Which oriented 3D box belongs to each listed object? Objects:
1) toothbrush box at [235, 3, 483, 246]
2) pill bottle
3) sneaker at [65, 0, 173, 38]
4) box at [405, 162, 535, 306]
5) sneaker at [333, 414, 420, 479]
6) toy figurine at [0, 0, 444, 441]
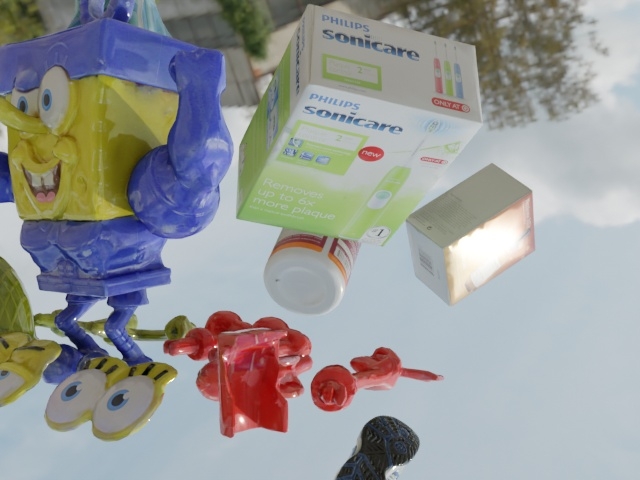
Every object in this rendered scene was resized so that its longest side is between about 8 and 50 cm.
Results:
[{"bbox_3d":[0.035,-0.124,1.176,0.206,0.283,0.122,11,-124,-18],"label":"toothbrush box"},{"bbox_3d":[0.000,0.000,1.478,0.121,0.121,0.221,-10,-147,24],"label":"pill bottle"},{"bbox_3d":[-0.263,-0.231,1.372,0.127,0.208,0.319,-9,-133,14],"label":"sneaker"},{"bbox_3d":[0.225,-0.009,1.467,0.170,0.130,0.091,-32,-134,-16],"label":"box"},{"bbox_3d":[0.062,0.305,1.313,0.080,0.081,0.211,38,-146,15],"label":"sneaker"},{"bbox_3d":[-0.112,-0.035,0.542,0.191,0.217,0.362,-3,-177,-42],"label":"toy figurine"}]
